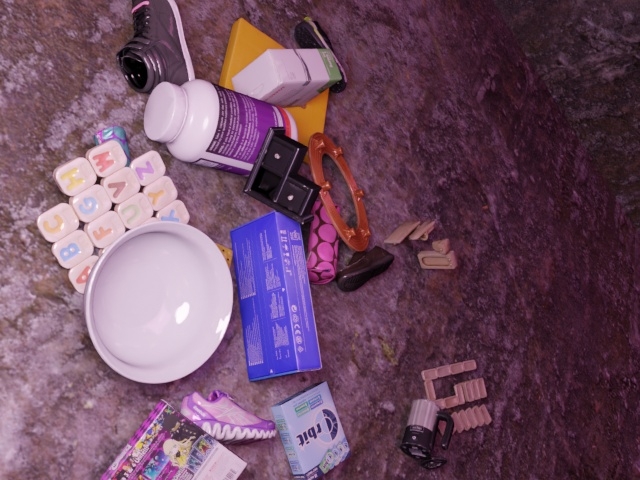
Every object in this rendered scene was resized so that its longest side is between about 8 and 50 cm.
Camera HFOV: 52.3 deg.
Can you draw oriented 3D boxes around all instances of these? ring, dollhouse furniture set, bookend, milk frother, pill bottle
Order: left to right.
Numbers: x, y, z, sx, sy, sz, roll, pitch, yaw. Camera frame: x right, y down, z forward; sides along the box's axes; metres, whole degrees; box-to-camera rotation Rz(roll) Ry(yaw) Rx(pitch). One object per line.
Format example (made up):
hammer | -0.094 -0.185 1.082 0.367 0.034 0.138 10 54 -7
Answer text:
pill bottle | -0.219 -0.248 1.457 0.323 0.182 0.181 11 67 -43
bookend | -0.062 -0.140 1.405 0.157 0.156 0.072 30 19 12
ring | 0.060 -0.131 1.715 0.336 0.032 0.336 52 27 -39
dollhouse furniture set | 0.297 0.037 1.919 0.123 0.144 0.151 -39 117 -42
milk frother | 0.287 0.523 1.743 0.143 0.129 0.134 89 19 -49

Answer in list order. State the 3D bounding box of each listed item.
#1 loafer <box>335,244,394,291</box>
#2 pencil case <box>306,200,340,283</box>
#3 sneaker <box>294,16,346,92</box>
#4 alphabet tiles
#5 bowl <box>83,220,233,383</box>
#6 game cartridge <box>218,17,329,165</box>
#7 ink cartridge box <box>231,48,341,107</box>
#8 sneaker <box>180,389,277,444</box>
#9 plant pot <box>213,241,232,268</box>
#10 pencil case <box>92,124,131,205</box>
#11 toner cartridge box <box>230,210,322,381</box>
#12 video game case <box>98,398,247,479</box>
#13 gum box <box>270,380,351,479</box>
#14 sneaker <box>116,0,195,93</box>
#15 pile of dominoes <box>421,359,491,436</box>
loafer | 0.107 0.071 1.754 0.078 0.080 0.220 44 38 22
pencil case | 0.000 0.000 1.652 0.098 0.095 0.209 21 57 -31
sneaker | 0.018 -0.545 1.892 0.234 0.084 0.097 59 42 -11
alphabet tiles | -0.386 -0.040 1.254 0.278 0.021 0.284 -39 119 -34
bowl | -0.321 0.109 1.218 0.298 0.134 0.297 -2 93 -44
game cartridge | -0.118 -0.389 1.722 0.324 0.053 0.285 28 56 -33
ink cartridge box | -0.084 -0.396 1.604 0.219 0.160 0.092 -17 85 -47
sneaker | -0.187 0.356 1.318 0.236 0.095 0.104 18 54 -39
plant pot | -0.233 0.045 1.397 0.081 0.083 0.081 28 55 -36
pencil case | -0.413 -0.149 1.305 0.070 0.065 0.151 3 71 -59
toner cartridge box | -0.103 0.124 1.440 0.075 0.165 0.347 4 72 -45
video game case | -0.276 0.440 1.167 0.210 0.042 0.232 45 70 -24
gum box | -0.019 0.437 1.489 0.157 0.041 0.184 -17 86 -48
sneaker | -0.384 -0.452 1.426 0.147 0.105 0.295 -23 96 -53
pile of dominoes | 0.395 0.464 1.924 0.251 0.040 0.195 -2 76 -38
